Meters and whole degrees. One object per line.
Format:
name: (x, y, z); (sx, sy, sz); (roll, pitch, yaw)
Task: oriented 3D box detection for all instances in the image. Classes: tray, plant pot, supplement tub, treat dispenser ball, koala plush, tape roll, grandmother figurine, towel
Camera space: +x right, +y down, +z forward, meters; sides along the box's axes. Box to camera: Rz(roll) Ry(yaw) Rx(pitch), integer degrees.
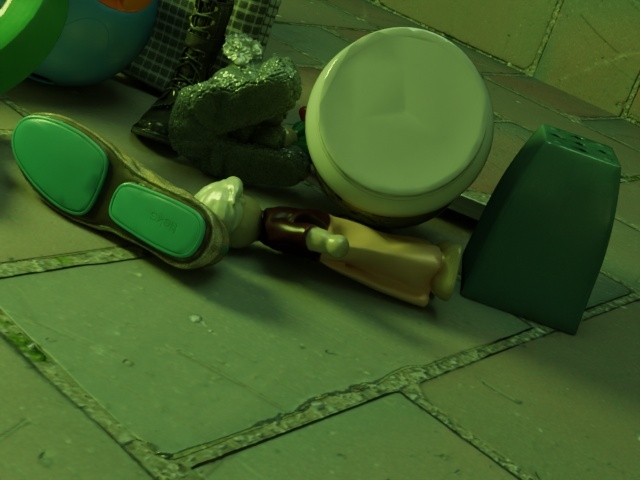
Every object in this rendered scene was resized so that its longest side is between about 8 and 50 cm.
tray: (0.196, -0.074, 1.607); (0.270, 0.030, 0.145); (23, 4, 10)
plant pot: (0.312, -0.029, 1.359); (0.166, 0.234, 0.165); (19, 22, 2)
supplement tub: (0.102, -0.143, 1.324); (0.241, 0.241, 0.331); (20, -3, 3)
treat dispenser ball: (-0.404, -0.390, 1.566); (0.288, 0.288, 0.288); (16, 22, -7)
koala plush: (-0.117, -0.207, 1.483); (0.203, 0.196, 0.221); (-3, 34, 5)
tape roll: (-0.512, -0.329, 1.347); (0.321, 0.321, 0.077); (26, -21, 17)
grandmother figurine: (0.000, 0.000, 1.241); (0.342, 0.104, 0.208); (14, -5, -5)
towel: (-0.237, -0.369, 1.722); (0.284, 0.235, 0.121); (25, 22, 12)

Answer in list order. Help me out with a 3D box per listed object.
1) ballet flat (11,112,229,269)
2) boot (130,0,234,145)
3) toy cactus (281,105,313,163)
ballet flat: (-0.239, -0.052, 1.187); (0.316, 0.107, 0.106); (34, 6, 21)
boot: (-0.207, -0.275, 1.531); (0.091, 0.229, 0.263); (19, 22, 1)
toy cactus: (-0.021, -0.171, 1.629); (0.180, 0.112, 0.219); (2, 35, -13)
